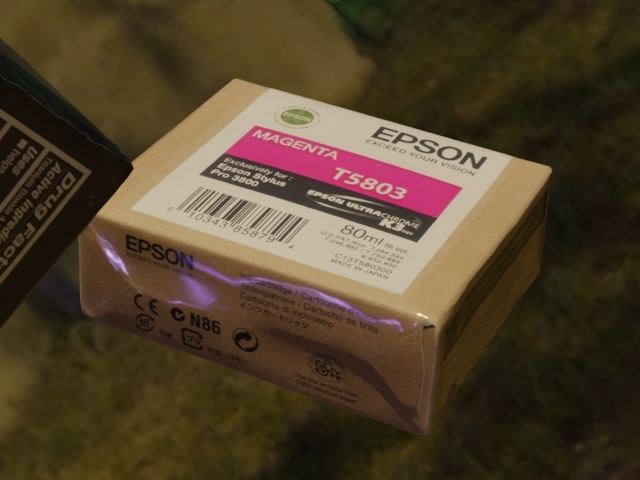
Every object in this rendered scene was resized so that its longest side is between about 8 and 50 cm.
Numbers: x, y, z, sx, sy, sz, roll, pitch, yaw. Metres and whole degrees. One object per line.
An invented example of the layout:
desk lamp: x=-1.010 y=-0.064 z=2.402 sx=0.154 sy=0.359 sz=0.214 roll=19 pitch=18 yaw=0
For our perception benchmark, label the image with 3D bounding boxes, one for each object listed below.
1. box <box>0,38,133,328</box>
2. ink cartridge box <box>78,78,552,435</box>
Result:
box: x=-0.291 y=-0.018 z=0.585 sx=0.296 sy=0.183 sz=0.294 roll=-50 pitch=-36 yaw=1
ink cartridge box: x=0.000 y=0.000 z=0.894 sx=0.193 sy=0.235 sz=0.088 roll=-49 pitch=-31 yaw=-49
